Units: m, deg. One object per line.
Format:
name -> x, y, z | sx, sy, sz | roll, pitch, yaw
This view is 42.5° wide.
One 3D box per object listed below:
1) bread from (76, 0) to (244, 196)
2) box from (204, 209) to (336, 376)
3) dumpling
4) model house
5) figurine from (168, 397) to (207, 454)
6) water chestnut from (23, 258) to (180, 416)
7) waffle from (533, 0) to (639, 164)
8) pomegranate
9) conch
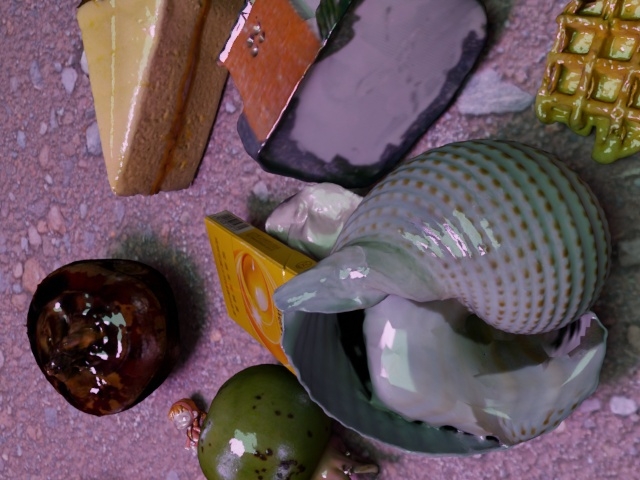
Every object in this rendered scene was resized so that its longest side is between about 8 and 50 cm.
bread -> -0.184, -0.198, 1.065 | 0.163, 0.168, 0.263 | -8, 94, 35
box -> -0.061, 0.065, 0.984 | 0.269, 0.044, 0.152 | 28, 135, 59
dumpling -> 0.000, 0.000, 0.968 | 0.127, 0.108, 0.188 | 30, 144, -14
model house -> 0.003, -0.255, 0.941 | 0.271, 0.190, 0.300 | -55, 50, 31
figurine -> -0.177, 0.277, 1.181 | 0.064, 0.047, 0.109 | -35, 84, 25
water chestnut -> -0.304, 0.130, 1.147 | 0.224, 0.238, 0.223 | 1, 93, 24
waffle -> 0.321, -0.224, 0.764 | 0.309, 0.065, 0.283 | -33, 78, 30
pomegranate -> -0.040, 0.257, 1.017 | 0.224, 0.181, 0.181 | 31, 114, 5
conch -> 0.125, 0.050, 0.830 | 0.320, 0.215, 0.302 | -4, 108, 6
